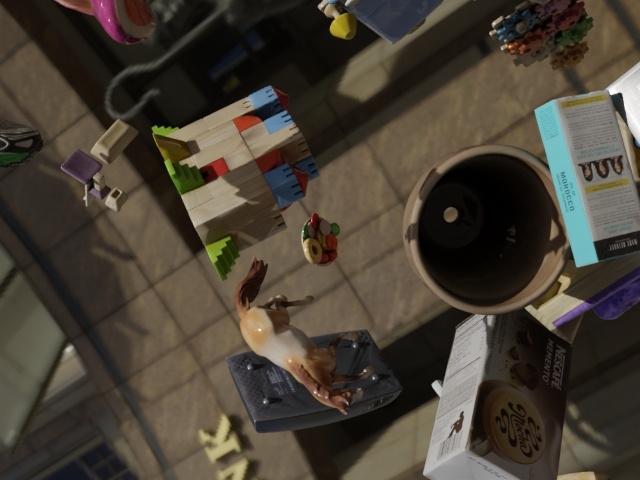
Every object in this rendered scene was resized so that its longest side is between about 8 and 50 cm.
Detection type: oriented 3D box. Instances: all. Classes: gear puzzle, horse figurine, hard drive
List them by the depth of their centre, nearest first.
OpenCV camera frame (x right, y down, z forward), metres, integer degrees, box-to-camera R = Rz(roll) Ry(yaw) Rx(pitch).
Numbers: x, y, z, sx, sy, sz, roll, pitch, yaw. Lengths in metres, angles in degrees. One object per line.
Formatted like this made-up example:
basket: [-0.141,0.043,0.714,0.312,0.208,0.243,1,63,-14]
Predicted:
horse figurine: [-0.032,0.136,1.461,0.263,0.066,0.174,40,-152,15]
hard drive: [-0.012,0.231,1.733,0.172,0.254,0.054,-123,30,-48]
gear puzzle: [0.452,-0.391,2.070,0.339,0.175,0.044,23,-141,-62]

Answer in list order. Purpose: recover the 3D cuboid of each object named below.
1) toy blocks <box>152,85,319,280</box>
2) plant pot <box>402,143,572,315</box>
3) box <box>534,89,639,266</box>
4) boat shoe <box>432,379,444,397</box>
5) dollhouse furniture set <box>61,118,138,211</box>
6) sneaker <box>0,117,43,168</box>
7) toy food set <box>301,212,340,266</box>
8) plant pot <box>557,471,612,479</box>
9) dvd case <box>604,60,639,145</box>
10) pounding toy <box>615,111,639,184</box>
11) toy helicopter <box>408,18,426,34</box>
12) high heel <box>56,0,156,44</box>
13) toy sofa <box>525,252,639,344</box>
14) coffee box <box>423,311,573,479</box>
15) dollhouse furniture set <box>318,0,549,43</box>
toy blocks: [-0.129,-0.130,1.912,0.381,0.260,0.191,60,175,48]
plant pot: [0.243,-0.030,1.695,0.263,0.263,0.229,53,178,-12]
box: [0.400,-0.091,1.555,0.060,0.100,0.244,153,104,-70]
boat shoe: [0.287,0.295,1.916,0.183,0.083,0.065,42,179,37]
dollhouse furniture set: [-0.268,-0.090,1.390,0.091,0.114,0.081,32,152,7]
sneaker: [-0.572,-0.194,1.549,0.343,0.146,0.134,18,-171,-4]
toy food set: [0.000,0.000,1.657,0.083,0.020,0.083,14,-110,-45]
plant pot: [0.357,0.430,1.699,0.032,0.236,0.236,71,-161,2]
dvd case: [0.544,-0.217,1.500,0.029,0.238,0.179,4,-127,-51]
pounding toy: [0.571,-0.152,1.767,0.100,0.130,0.141,-110,3,-68]
toy helicopter: [0.049,-0.496,1.809,0.355,0.140,0.235,51,-138,-2]
high heel: [-0.369,-0.374,1.705,0.127,0.181,0.377,61,-173,-28]
toy sofa: [0.528,0.045,1.775,0.177,0.362,0.150,41,-134,-6]
coffee box: [0.285,0.262,1.667,0.168,0.119,0.297,31,-132,-12]
dollhouse furniture set: [0.196,-0.357,1.615,0.286,0.303,0.198,25,-150,-55]
